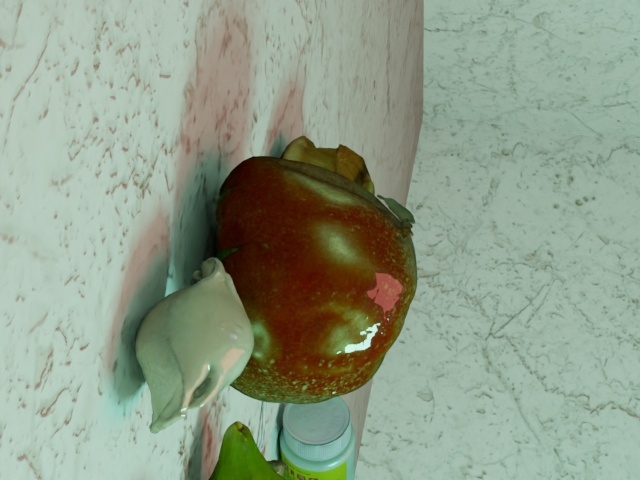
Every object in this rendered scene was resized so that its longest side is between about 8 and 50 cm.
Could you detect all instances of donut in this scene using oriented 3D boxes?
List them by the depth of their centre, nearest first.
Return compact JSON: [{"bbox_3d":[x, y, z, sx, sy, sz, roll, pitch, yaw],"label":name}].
[{"bbox_3d":[0.000,0.000,1.790,0.330,0.160,0.330,2,90,-85],"label":"donut"}]

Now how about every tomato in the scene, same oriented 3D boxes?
[{"bbox_3d":[-0.012,0.044,1.390,0.303,0.239,0.303,-175,-90,-83],"label":"tomato"}]

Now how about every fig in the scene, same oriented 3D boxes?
[{"bbox_3d":[-0.094,0.369,1.533,0.206,0.206,0.275,-55,133,-71],"label":"fig"}]

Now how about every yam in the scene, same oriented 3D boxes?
[{"bbox_3d":[-0.087,0.417,1.994,0.043,0.043,0.094,46,52,-79],"label":"yam"}]

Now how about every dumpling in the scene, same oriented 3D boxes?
[{"bbox_3d":[-0.142,0.117,1.207,0.181,0.111,0.155,-44,179,-37],"label":"dumpling"}]

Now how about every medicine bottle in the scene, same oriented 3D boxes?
[{"bbox_3d":[-0.005,0.385,2.172,0.225,0.139,0.139,89,13,-49],"label":"medicine bottle"}]

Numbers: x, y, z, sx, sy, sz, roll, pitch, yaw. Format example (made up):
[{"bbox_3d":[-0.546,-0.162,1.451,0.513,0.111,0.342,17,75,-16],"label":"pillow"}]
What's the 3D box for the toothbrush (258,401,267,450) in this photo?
[{"bbox_3d":[-0.097,0.323,1.944,0.011,0.013,0.131,-47,142,-83],"label":"toothbrush"}]
